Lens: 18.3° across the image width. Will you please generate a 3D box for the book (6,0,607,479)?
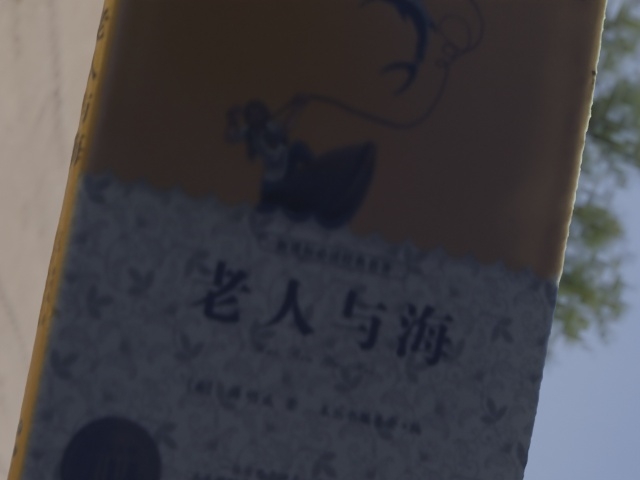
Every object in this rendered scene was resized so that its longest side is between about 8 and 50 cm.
[{"bbox_3d":[0.000,0.000,0.984,0.032,0.269,0.389,-4,-105,66],"label":"book"}]
